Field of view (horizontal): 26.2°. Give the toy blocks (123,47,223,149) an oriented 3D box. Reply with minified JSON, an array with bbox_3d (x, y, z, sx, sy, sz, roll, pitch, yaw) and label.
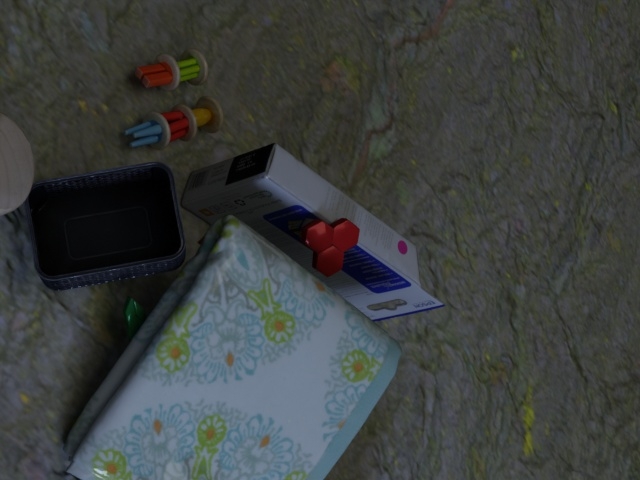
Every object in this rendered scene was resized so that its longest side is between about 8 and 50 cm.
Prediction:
[{"bbox_3d":[-0.210,-0.187,1.840,0.148,0.054,0.123,-23,97,-45],"label":"toy blocks"}]

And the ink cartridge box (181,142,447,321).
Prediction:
[{"bbox_3d":[0.000,0.000,1.914,0.371,0.176,0.069,37,55,-33],"label":"ink cartridge box"}]

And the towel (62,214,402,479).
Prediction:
[{"bbox_3d":[-0.104,0.204,1.731,0.320,0.090,0.374,39,81,-32],"label":"towel"}]

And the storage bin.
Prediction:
[{"bbox_3d":[-0.258,-0.016,1.661,0.180,0.084,0.122,-10,80,-8],"label":"storage bin"}]

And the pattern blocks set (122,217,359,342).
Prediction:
[{"bbox_3d":[-0.100,0.107,1.782,0.325,0.026,0.285,-6,108,-26],"label":"pattern blocks set"}]

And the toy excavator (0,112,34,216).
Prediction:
[{"bbox_3d":[-0.529,-0.085,1.412,0.433,0.222,0.445,49,42,-26],"label":"toy excavator"}]
